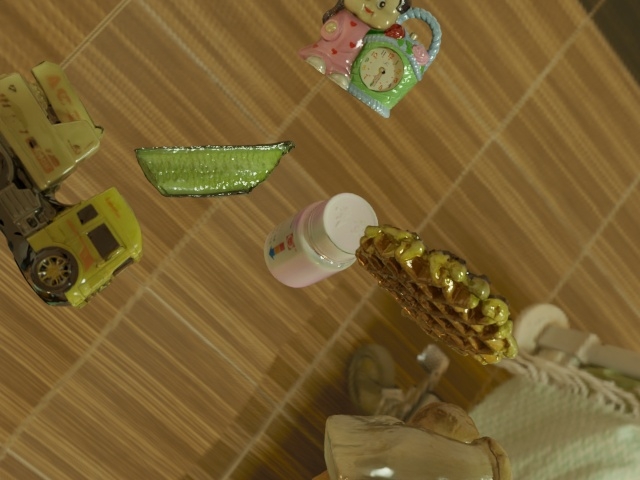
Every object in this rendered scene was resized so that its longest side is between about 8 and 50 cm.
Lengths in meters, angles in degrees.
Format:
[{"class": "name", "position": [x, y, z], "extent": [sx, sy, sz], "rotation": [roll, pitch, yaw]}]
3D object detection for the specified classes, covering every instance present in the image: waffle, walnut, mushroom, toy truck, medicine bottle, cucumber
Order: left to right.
[{"class": "toy truck", "position": [-0.453, -0.096, 1.613], "extent": [0.254, 0.180, 0.405], "rotation": [-34, 90, -8]}, {"class": "cucumber", "position": [-0.133, -0.088, 1.266], "extent": [0.220, 0.046, 0.071], "rotation": [-6, 75, -23]}, {"class": "medicine bottle", "position": [0.000, 0.000, 1.969], "extent": [0.152, 0.254, 0.152], "rotation": [10, 69, -28]}, {"class": "mushroom", "position": [0.093, 0.241, 1.041], "extent": [0.246, 0.108, 0.096], "rotation": [16, 47, -31]}, {"class": "waffle", "position": [0.170, 0.083, 1.462], "extent": [0.058, 0.281, 0.301], "rotation": [-50, 140, -16]}, {"class": "walnut", "position": [0.188, 0.336, 1.550], "extent": [0.149, 0.166, 0.167], "rotation": [14, 88, -1]}]

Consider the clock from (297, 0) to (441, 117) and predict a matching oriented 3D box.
[{"class": "clock", "position": [0.090, -0.325, 1.565], "extent": [0.194, 0.100, 0.196], "rotation": [34, 98, 0]}]

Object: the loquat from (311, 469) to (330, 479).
[{"class": "loquat", "position": [0.074, 0.427, 1.277], "extent": [0.276, 0.276, 0.284], "rotation": [-30, 131, -21]}]
